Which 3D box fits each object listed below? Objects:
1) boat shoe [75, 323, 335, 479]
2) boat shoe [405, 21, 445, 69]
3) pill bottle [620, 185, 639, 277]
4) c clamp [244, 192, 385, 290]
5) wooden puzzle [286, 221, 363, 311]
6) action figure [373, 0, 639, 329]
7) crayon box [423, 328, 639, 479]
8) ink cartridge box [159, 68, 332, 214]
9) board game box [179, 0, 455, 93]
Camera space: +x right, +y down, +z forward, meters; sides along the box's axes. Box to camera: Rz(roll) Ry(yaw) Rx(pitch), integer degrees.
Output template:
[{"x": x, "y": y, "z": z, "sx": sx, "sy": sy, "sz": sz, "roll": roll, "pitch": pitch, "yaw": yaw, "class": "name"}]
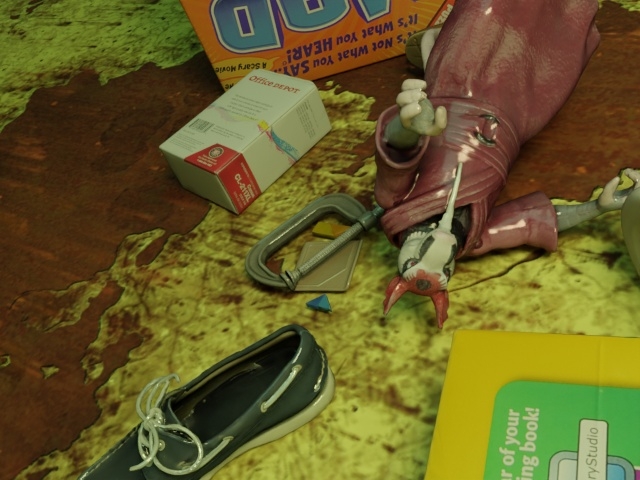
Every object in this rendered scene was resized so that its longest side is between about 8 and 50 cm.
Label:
[{"x": -0.107, "y": 0.157, "z": 0.576, "sx": 0.255, "sy": 0.079, "sz": 0.095, "roll": -28, "pitch": 42, "yaw": -3, "class": "boat shoe"}, {"x": 0.197, "y": -0.254, "z": 0.875, "sx": 0.178, "sy": 0.064, "sz": 0.060, "roll": -4, "pitch": 40, "yaw": 13, "class": "boat shoe"}, {"x": 0.353, "y": -0.025, "z": 0.515, "sx": 0.216, "sy": 0.121, "sz": 0.121, "roll": -23, "pitch": 41, "yaw": 1, "class": "pill bottle"}, {"x": 0.000, "y": 0.000, "z": 0.712, "sx": 0.161, "sy": 0.022, "sz": 0.137, "roll": -34, "pitch": 39, "yaw": -7, "class": "c clamp"}, {"x": 0.006, "y": 0.026, "z": 0.710, "sx": 0.079, "sy": 0.014, "sz": 0.116, "roll": 1, "pitch": 47, "yaw": 32, "class": "wooden puzzle"}, {"x": 0.120, "y": -0.099, "z": 0.633, "sx": 0.276, "sy": 0.248, "sz": 0.370, "roll": -1, "pitch": 60, "yaw": 60, "class": "action figure"}, {"x": 0.197, "y": 0.223, "z": 0.344, "sx": 0.313, "sy": 0.106, "sz": 0.362, "roll": -1, "pitch": 46, "yaw": 26, "class": "crayon box"}, {"x": -0.091, "y": -0.129, "z": 0.871, "sx": 0.127, "sy": 0.072, "sz": 0.175, "roll": 26, "pitch": 61, "yaw": 42, "class": "ink cartridge box"}, {"x": -0.020, "y": -0.478, "z": 0.984, "sx": 0.356, "sy": 0.356, "sz": 0.356, "roll": -13, "pitch": 42, "yaw": 13, "class": "board game box"}]
